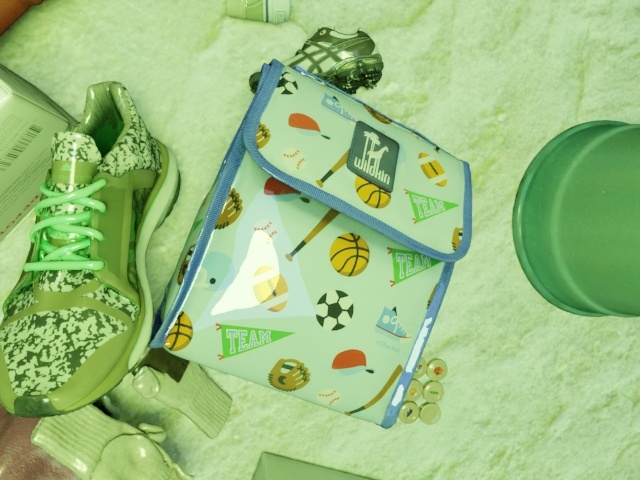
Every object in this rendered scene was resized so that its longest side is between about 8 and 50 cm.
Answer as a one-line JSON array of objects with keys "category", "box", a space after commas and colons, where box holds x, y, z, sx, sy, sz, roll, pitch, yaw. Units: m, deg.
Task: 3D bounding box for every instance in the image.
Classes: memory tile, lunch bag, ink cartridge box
[{"category": "memory tile", "box": [0.133, 0.241, 0.854, 0.148, 0.012, 0.113, 10, 93, -12]}, {"category": "lunch bag", "box": [0.000, 0.000, 0.694, 0.328, 0.239, 0.385, 25, 85, -16]}, {"category": "ink cartridge box", "box": [-0.396, -0.096, 0.582, 0.117, 0.283, 0.207, 42, 86, -8]}]

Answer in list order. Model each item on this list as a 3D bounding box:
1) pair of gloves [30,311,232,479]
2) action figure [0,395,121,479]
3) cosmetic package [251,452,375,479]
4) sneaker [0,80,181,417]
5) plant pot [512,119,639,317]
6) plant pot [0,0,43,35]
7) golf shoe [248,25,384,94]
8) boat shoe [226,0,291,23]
[{"category": "pair of gloves", "box": [-0.219, 0.226, 0.679, 0.042, 0.240, 0.204, -33, 104, 30]}, {"category": "action figure", "box": [-0.418, 0.326, 0.599, 0.248, 0.370, 0.275, -16, 119, 29]}, {"category": "cosmetic package", "box": [0.055, 0.480, 0.788, 0.366, 0.155, 0.196, 18, 94, -13]}, {"category": "sneaker", "box": [-0.261, -0.023, 0.560, 0.158, 0.410, 0.182, -4, 138, -1]}, {"category": "plant pot", "box": [0.516, -0.023, 0.746, 0.341, 0.334, 0.341, -1, 94, -11]}, {"category": "plant pot", "box": [-0.464, -0.299, 0.573, 0.272, 0.272, 0.265, 41, 94, -12]}, {"category": "golf shoe", "box": [-0.011, -0.256, 0.761, 0.198, 0.077, 0.093, -11, 80, -12]}, {"category": "boat shoe", "box": [-0.090, -0.451, 0.703, 0.094, 0.109, 0.302, -3, 98, -9]}]
